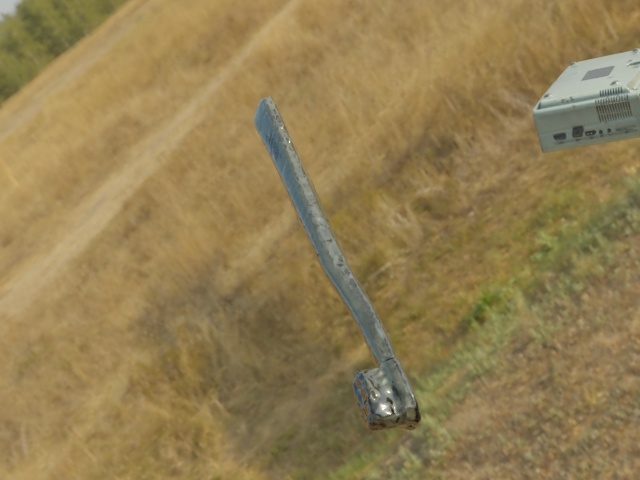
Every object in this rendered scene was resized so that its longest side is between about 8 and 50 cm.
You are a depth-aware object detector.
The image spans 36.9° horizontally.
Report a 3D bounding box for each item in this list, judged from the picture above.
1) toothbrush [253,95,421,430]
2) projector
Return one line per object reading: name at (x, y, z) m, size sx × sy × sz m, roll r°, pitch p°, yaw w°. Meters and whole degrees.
toothbrush at (0.000, 0.000, 0.614) m, size 0.031 × 0.030 × 0.297 m, roll -8°, pitch 45°, yaw -16°
projector at (0.297, -0.150, 1.001) m, size 0.115 × 0.061 × 0.147 m, roll -6°, pitch 23°, yaw 32°
